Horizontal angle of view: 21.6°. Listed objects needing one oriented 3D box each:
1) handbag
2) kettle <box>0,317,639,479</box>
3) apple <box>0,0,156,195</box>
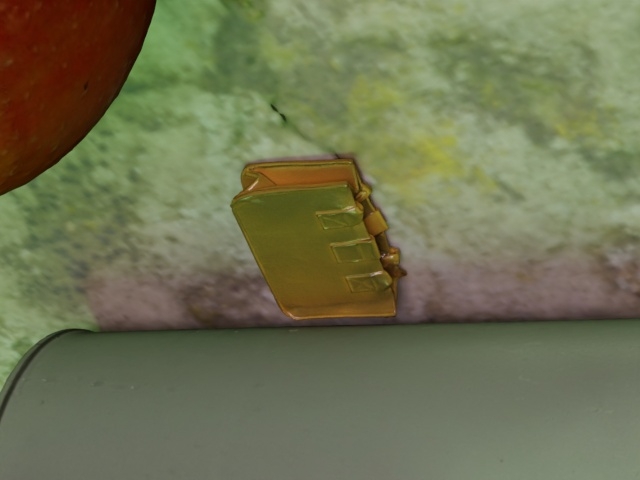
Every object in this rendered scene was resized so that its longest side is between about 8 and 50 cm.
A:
[{"bbox_3d":[0.000,0.000,0.759,0.061,0.027,0.083,-2,137,21],"label":"handbag"},{"bbox_3d":[0.008,0.153,0.760,0.318,0.265,0.205,1,131,20],"label":"kettle"},{"bbox_3d":[-0.155,-0.114,0.538,0.218,0.201,0.218,3,137,3],"label":"apple"}]
